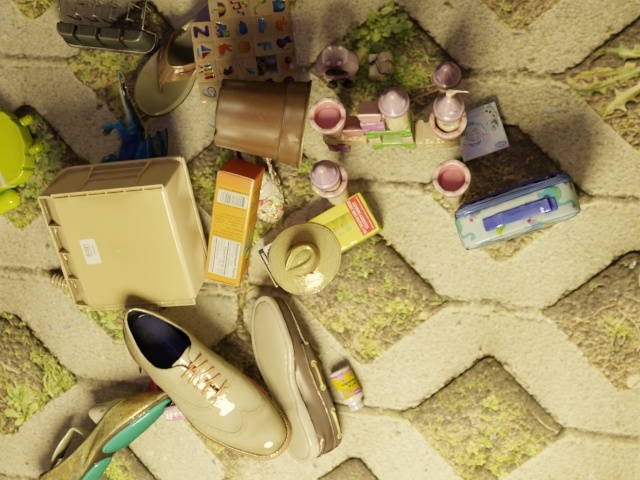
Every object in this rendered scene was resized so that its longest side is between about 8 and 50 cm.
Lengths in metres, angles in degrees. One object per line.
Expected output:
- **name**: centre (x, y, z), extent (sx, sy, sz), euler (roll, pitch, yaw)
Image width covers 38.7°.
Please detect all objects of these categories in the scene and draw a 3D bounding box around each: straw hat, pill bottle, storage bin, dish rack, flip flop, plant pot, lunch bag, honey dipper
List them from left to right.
- **honey dipper**: centre (-0.476, 0.101, 1.876), extent (0.161, 0.030, 0.030), euler (14, 94, 9)
- **dish rack**: centre (-0.420, -0.522, 1.838), extent (0.208, 0.074, 0.271), euler (8, 91, 10)
- **storage bin**: centre (-0.369, -0.009, 1.751), extent (0.260, 0.123, 0.262), euler (-4, 119, 12)
- **flip flop**: centre (-0.271, -0.364, 1.802), extent (0.277, 0.080, 0.112), euler (-44, 84, 8)
- **plant pot**: centre (-0.107, -0.225, 1.681), extent (0.165, 0.167, 0.167), euler (8, 92, -2)
- **straw hat**: centre (-0.036, 0.034, 1.710), extent (0.144, 0.061, 0.144), euler (0, 92, 11)
- **pill bottle**: centre (0.054, 0.287, 1.764), extent (0.043, 0.043, 0.083), euler (-29, 86, 10)
- **lunch bag**: centre (0.350, -0.051, 1.633), extent (0.219, 0.176, 0.090), euler (-19, 87, 12)

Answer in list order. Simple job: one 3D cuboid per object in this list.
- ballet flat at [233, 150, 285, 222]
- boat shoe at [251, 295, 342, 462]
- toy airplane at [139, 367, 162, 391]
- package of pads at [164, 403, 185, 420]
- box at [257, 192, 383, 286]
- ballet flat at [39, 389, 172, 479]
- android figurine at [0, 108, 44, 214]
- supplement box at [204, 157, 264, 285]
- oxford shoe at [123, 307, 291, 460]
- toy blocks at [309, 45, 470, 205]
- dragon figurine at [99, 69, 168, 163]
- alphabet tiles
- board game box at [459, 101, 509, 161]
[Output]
- **ballet flat**: centre (-0.136, -0.150, 1.780), extent (0.091, 0.077, 0.241), euler (-19, 88, 10)
- **boat shoe**: centre (-0.044, 0.257, 1.758), extent (0.116, 0.097, 0.324), euler (-25, 80, 51)
- **toy airplane**: centre (-0.298, 0.259, 1.841), extent (0.151, 0.028, 0.151), euler (3, 103, 14)
- **package of pads**: centre (-0.273, 0.337, 1.811), extent (0.050, 0.083, 0.032), euler (-7, 85, 8)
- **box**: centre (0.000, 0.000, 1.764), extent (0.232, 0.058, 0.087), euler (-29, 84, 10)
- **ballet flat**: centre (-0.444, 0.396, 1.831), extent (0.123, 0.123, 0.348), euler (44, 102, 8)
- **android figurine**: centre (-0.706, -0.172, 1.906), extent (0.273, 0.056, 0.248), euler (-26, 85, 11)
- **supplement box**: centre (-0.166, -0.033, 1.747), extent (0.080, 0.078, 0.233), euler (16, 118, 6)
- **oxford shoe**: centre (-0.226, 0.269, 1.708), extent (0.397, 0.146, 0.140), euler (34, 74, 14)
- **toy blocks**: centre (0.118, -0.230, 1.606), extent (0.289, 0.260, 0.309), euler (-1, 78, 10)
- **dragon figurine**: centre (-0.353, -0.185, 1.801), extent (0.144, 0.085, 0.289), euler (17, 109, 14)
- **alphabet tiles**: centre (-0.151, -0.395, 1.782), extent (0.198, 0.009, 0.237), euler (-8, 89, -8)
- **board game box**: centre (0.299, -0.204, 1.720), extent (0.090, 0.020, 0.090), euler (-18, 85, 11)
